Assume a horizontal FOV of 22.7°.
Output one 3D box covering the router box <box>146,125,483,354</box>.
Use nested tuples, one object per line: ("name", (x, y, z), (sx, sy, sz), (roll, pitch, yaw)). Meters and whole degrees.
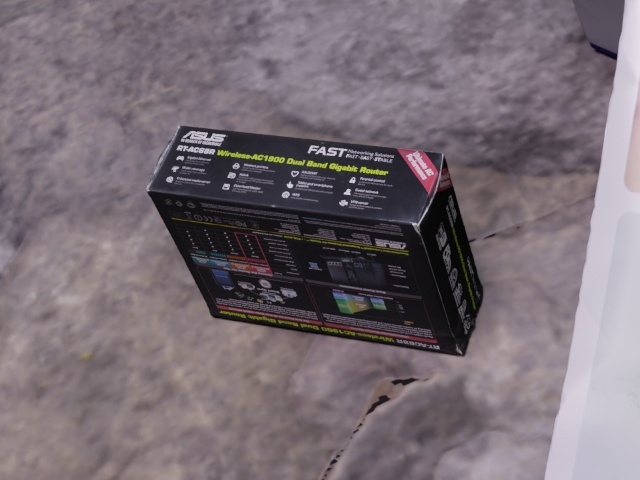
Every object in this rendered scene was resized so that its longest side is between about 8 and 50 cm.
("router box", (0.000, 0.000, 0.665), (0.122, 0.092, 0.038), (8, 55, 23))

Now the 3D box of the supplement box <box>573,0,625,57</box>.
("supplement box", (0.211, -0.179, 0.699), (0.111, 0.114, 0.220), (29, 77, 33))

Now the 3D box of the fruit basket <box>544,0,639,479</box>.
("fruit basket", (0.214, 0.090, 0.425), (0.327, 0.165, 0.353), (11, 82, 20))
